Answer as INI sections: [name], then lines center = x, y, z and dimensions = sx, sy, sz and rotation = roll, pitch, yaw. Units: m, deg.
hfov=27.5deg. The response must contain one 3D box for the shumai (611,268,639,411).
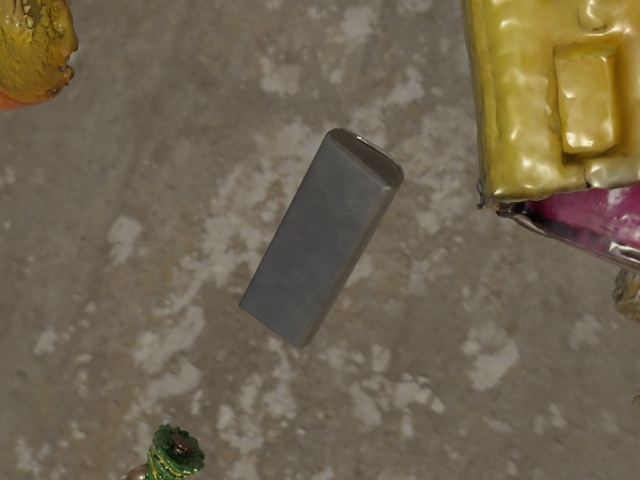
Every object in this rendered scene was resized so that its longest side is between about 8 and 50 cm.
[shumai]
center = 0.365, 0.085, 1.236
dimensions = 0.161, 0.209, 0.153
rotation = -7, 63, 29

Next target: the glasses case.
[glasses case]
center = -0.001, 0.001, 1.063
dimensions = 0.072, 0.042, 0.191
rotation = 33, 124, 7

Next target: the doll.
[doll]
center = -0.194, 0.293, 1.615
dimensions = 0.113, 0.078, 0.076
rotation = -60, 28, 6

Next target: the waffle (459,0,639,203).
[waffle]
center = 0.173, -0.138, 0.541
dimensions = 0.247, 0.055, 0.221
rotation = -7, 94, -1

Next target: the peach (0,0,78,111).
[peach]
center = -0.171, -0.109, 0.657
dimensions = 0.061, 0.098, 0.098
rotation = -11, 63, 28

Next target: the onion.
[onion]
center = 0.298, -0.028, 0.971
dimensions = 0.348, 0.267, 0.159
rotation = 22, 96, -8
